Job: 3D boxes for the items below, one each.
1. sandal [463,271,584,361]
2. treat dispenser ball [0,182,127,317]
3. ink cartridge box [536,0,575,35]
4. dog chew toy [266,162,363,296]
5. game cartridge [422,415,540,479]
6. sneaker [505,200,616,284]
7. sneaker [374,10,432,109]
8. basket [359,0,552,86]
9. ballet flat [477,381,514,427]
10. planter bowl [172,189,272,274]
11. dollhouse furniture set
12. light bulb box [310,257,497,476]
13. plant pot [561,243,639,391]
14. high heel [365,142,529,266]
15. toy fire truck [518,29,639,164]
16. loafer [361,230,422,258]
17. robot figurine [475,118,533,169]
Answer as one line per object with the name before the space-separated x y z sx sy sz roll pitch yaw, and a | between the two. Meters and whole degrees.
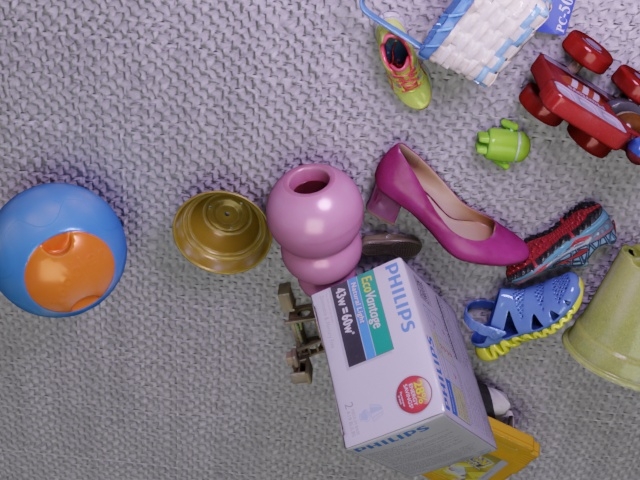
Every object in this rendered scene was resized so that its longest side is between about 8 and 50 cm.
sandal | 0.450 0.159 1.989 0.317 0.126 0.138 -36 108 29
treat dispenser ball | -0.560 0.021 1.866 0.288 0.288 0.288 2 124 2
ink cartridge box | 0.429 -0.488 1.607 0.097 0.046 0.207 9 124 -1
dog chew toy | 0.000 0.000 1.877 0.206 0.207 0.332 -5 131 7
game cartridge | 0.359 0.535 2.227 0.285 0.053 0.324 25 141 -5
sneaker | 0.532 0.034 1.919 0.262 0.104 0.125 -36 118 25
sneaker | 0.158 -0.334 1.699 0.081 0.094 0.208 -23 121 16
basket | 0.245 -0.433 1.564 0.289 0.201 0.255 36 123 -11
ballet flat | 0.432 0.430 2.206 0.096 0.095 0.280 -20 131 5
planter bowl | -0.210 -0.038 1.921 0.217 0.090 0.217 1 124 2
dollhouse furniture set | -0.032 0.213 2.037 0.101 0.161 0.182 -10 124 10
light bulb box | 0.183 0.285 1.884 0.225 0.358 0.361 -24 148 18
plant pot | 0.705 0.153 1.917 0.276 0.276 0.254 12 112 -5
high heel | 0.289 -0.069 1.842 0.377 0.127 0.181 18 134 -5
toy fire truck | 0.524 -0.238 1.644 0.302 0.254 0.169 29 121 -15
loafer | 0.156 0.005 1.956 0.148 0.050 0.056 4 129 -18
robot figurine | 0.377 -0.195 1.794 0.115 0.067 0.101 6 116 -1
